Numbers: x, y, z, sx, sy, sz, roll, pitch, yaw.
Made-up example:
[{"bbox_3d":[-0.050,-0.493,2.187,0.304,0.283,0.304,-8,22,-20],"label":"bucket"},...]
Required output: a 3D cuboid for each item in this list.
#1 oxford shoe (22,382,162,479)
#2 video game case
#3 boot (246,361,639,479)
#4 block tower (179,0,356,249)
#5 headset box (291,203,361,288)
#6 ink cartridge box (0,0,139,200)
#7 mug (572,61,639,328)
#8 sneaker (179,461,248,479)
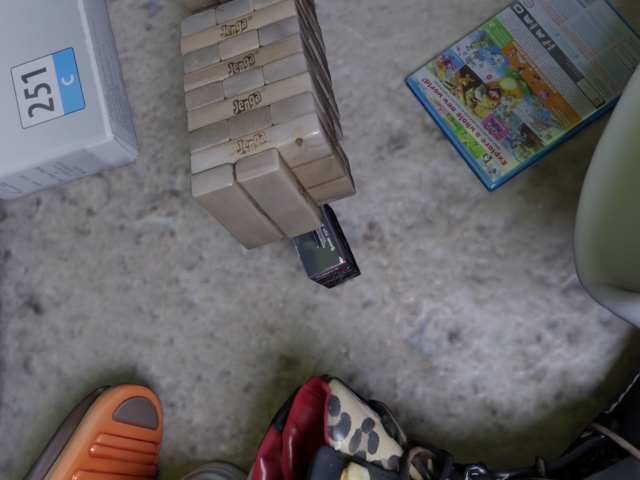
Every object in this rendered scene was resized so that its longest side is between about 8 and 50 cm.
[{"bbox_3d":[-0.251,0.258,0.530,0.133,0.130,0.363,23,76,31],"label":"oxford shoe"},{"bbox_3d":[0.171,-0.133,0.572,0.166,0.015,0.119,-35,76,3],"label":"video game case"},{"bbox_3d":[0.117,0.152,0.419,0.284,0.138,0.377,27,93,-14],"label":"boot"},{"bbox_3d":[-0.052,-0.166,0.542,0.091,0.097,0.335,-16,63,11],"label":"block tower"},{"bbox_3d":[0.000,0.000,0.545,0.032,0.083,0.062,-25,75,6],"label":"headset box"},{"bbox_3d":[-0.326,-0.178,0.651,0.261,0.066,0.296,-18,77,7],"label":"ink cartridge box"},{"bbox_3d":[0.347,-0.048,0.321,0.328,0.276,0.374,29,56,-1],"label":"mug"},{"bbox_3d":[-0.141,0.302,0.476,0.108,0.169,0.292,19,85,12],"label":"sneaker"}]
